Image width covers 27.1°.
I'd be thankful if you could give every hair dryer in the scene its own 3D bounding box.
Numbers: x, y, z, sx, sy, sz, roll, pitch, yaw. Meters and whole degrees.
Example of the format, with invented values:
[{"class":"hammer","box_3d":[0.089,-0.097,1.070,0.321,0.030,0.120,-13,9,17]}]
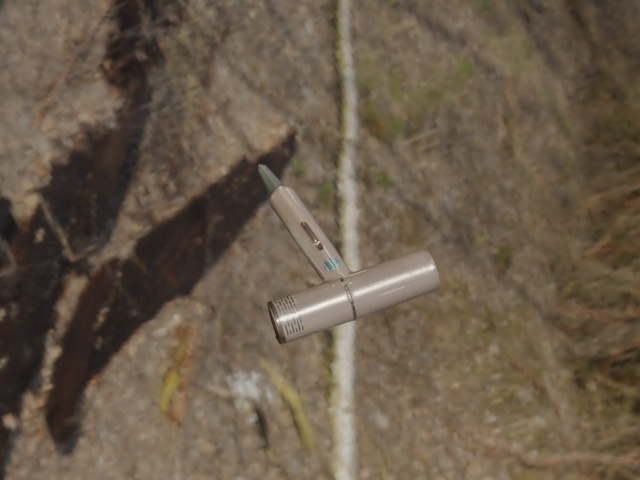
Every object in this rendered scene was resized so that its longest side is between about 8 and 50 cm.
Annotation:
[{"class":"hair dryer","box_3d":[0.010,-0.006,1.540,0.054,0.195,0.220,87,-16,-62]}]
